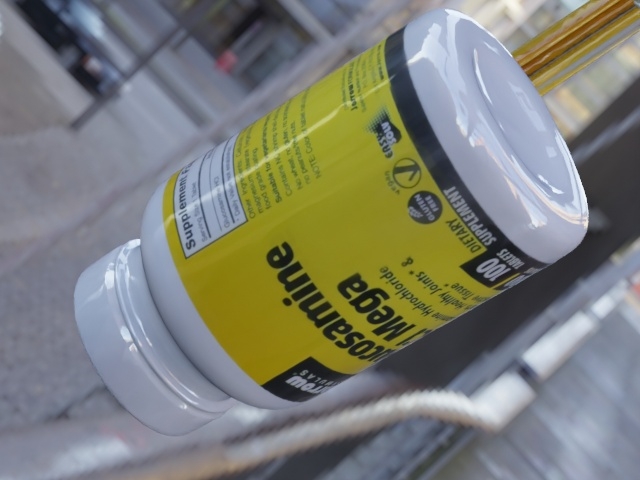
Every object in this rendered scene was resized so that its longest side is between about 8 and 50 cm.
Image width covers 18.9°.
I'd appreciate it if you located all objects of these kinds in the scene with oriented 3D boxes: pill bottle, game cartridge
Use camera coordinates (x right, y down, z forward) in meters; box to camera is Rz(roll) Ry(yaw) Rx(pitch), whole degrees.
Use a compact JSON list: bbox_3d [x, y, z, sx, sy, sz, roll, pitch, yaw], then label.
[{"bbox_3d":[0.000,0.000,1.329,0.188,0.334,0.188,46,25,-29],"label":"pill bottle"},{"bbox_3d":[0.246,-0.195,1.805,0.053,0.285,0.323,56,-4,-3],"label":"game cartridge"}]

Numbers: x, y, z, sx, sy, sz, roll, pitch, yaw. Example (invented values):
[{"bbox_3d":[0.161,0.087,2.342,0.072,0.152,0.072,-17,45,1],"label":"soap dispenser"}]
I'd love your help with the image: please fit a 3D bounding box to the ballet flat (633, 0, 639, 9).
[{"bbox_3d":[0.284,-0.189,1.473,0.079,0.077,0.221,7,5,-2],"label":"ballet flat"}]
